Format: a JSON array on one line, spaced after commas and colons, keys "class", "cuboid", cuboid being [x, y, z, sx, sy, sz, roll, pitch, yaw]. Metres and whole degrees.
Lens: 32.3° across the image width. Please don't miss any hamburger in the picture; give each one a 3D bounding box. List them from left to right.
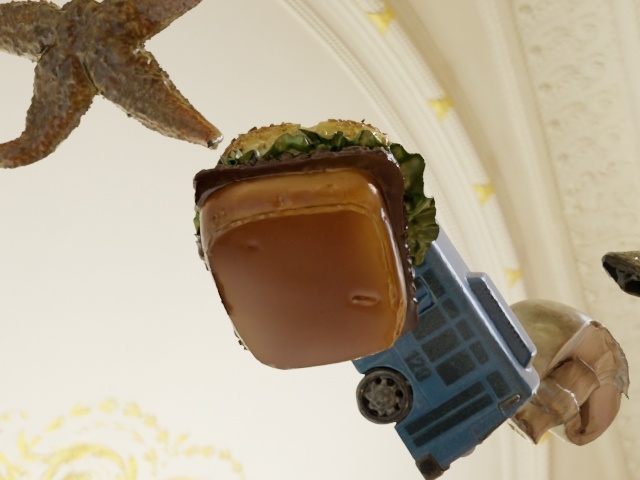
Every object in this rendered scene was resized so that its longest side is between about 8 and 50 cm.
[{"class": "hamburger", "cuboid": [0.000, 0.000, 0.637, 0.137, 0.087, 0.166, -5, -43, 4]}]

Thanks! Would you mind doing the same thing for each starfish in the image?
[{"class": "starfish", "cuboid": [-0.185, -0.119, 0.827, 0.050, 0.247, 0.138, 25, -118, -67]}]

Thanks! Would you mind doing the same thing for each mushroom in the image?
[{"class": "mushroom", "cuboid": [0.330, 0.197, 1.671, 0.195, 0.189, 0.254, -44, -53, -11]}]

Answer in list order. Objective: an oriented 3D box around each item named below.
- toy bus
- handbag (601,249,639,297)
[{"class": "toy bus", "cuboid": [0.071, 0.057, 0.874, 0.133, 0.234, 0.116, -34, -6, 12]}, {"class": "handbag", "cuboid": [0.355, 0.097, 0.777, 0.240, 0.247, 0.341, 13, -124, -23]}]
